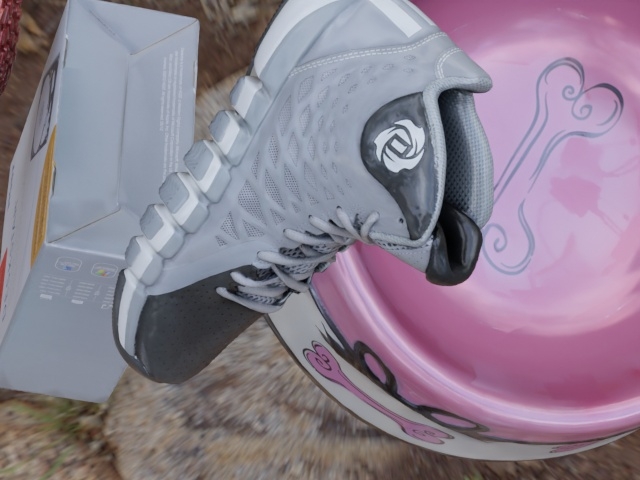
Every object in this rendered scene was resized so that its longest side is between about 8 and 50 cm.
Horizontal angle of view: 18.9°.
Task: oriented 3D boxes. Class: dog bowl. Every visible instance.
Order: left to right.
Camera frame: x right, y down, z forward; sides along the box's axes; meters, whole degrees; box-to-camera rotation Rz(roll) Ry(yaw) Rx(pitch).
[{"bbox_3d":[0.148,-0.046,1.290,0.408,0.150,0.408,0,90,-10],"label":"dog bowl"}]

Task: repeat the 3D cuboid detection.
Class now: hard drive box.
[{"bbox_3d":[-0.152,-0.020,1.272,0.089,0.232,0.181,9,61,-14],"label":"hard drive box"}]

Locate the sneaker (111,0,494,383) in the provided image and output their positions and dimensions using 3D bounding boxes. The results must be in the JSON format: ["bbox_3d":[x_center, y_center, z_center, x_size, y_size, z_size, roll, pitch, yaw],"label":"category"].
[{"bbox_3d":[0.000,0.000,0.858,0.132,0.086,0.228,41,115,25],"label":"sneaker"}]

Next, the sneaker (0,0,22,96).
[{"bbox_3d":[-0.238,-0.155,1.216,0.093,0.088,0.225,10,107,2],"label":"sneaker"}]
